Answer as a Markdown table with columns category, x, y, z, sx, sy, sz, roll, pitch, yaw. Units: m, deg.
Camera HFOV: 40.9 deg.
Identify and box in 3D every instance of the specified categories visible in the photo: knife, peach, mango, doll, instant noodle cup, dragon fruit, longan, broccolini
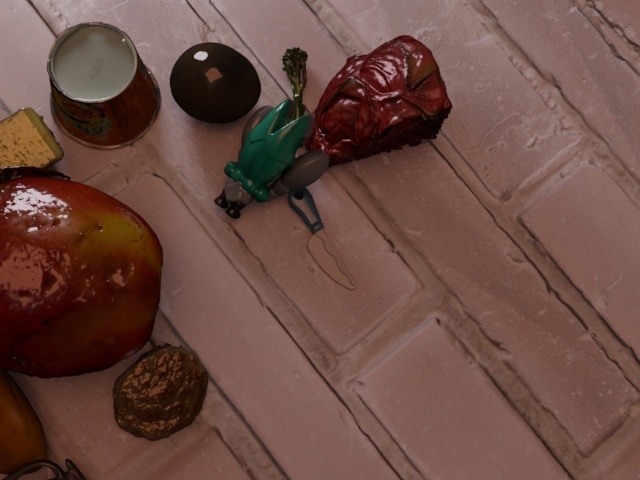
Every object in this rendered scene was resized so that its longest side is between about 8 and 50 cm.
| category | x | y | z | sx | sy | sz | roll | pitch | yaw |
| --- | --- | --- | --- | --- | --- | --- | --- | --- | --- |
| knife | -0.002 | 0.000 | 1.779 | 0.058 | 0.032 | 0.244 | -24 | 83 | -15 |
| peach | -0.485 | 0.060 | 1.519 | 0.416 | 0.353 | 0.339 | 14 | 112 | -14 |
| mango | -0.639 | 0.299 | 1.559 | 0.201 | 0.199 | 0.350 | -41 | 96 | 14 |
| doll | -0.115 | -0.176 | 1.757 | 0.258 | 0.153 | 0.195 | -25 | 86 | 16 |
| instant noodle cup | -0.446 | -0.320 | 1.734 | 0.230 | 0.182 | 0.230 | 1 | 76 | -6 |
| dragon fruit | 0.124 | -0.246 | 1.794 | 0.330 | 0.302 | 0.240 | -37 | 114 | 2 |
| longan | -0.216 | -0.325 | 1.776 | 0.187 | 0.167 | 0.168 | 13 | 73 | -25 |
| broccolini | -0.059 | -0.308 | 1.843 | 0.058 | 0.067 | 0.216 | 2 | 84 | -2 |

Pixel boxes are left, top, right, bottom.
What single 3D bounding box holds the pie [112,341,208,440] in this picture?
| category | x | y | z | sx | sy | sz | roll | pitch | yaw |
| --- | --- | --- | --- | --- | --- | --- | --- | --- | --- |
| pie | -0.307 | 0.293 | 1.642 | 0.193 | 0.079 | 0.163 | -33 | 89 | -13 |

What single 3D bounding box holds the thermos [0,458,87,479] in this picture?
| category | x | y | z | sx | sy | sz | roll | pitch | yaw |
| --- | --- | --- | --- | --- | --- | --- | --- | --- | --- |
| thermos | -0.511 | 0.470 | 1.534 | 0.193 | 0.105 | 0.137 | -35 | 93 | -1 |

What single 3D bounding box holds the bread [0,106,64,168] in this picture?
| category | x | y | z | sx | sy | sz | roll | pitch | yaw |
| --- | --- | --- | --- | --- | --- | --- | --- | --- | --- |
| bread | -0.644 | -0.153 | 1.666 | 0.266 | 0.142 | 0.178 | -34 | 55 | -8 |
